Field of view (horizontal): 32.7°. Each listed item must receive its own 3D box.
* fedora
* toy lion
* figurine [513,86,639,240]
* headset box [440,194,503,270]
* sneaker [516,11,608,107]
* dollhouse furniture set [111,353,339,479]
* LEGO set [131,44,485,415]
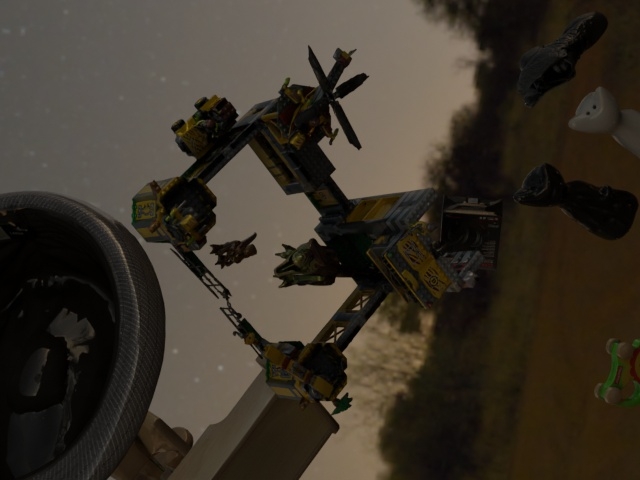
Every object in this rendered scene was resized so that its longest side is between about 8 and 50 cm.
[{"bbox_3d":[-0.220,0.103,0.794,0.124,0.244,0.275,73,-170,-59],"label":"fedora"},{"bbox_3d":[0.424,0.176,1.462,0.034,0.096,0.100,-163,87,-70],"label":"toy lion"},{"bbox_3d":[0.403,-0.116,1.576,0.215,0.209,0.092,-58,41,22],"label":"figurine"},{"bbox_3d":[0.156,-0.005,1.142,0.032,0.062,0.083,-77,-10,-50],"label":"headset box"},{"bbox_3d":[0.350,-0.260,1.562,0.051,0.170,0.089,56,-175,-31],"label":"sneaker"},{"bbox_3d":[-0.213,0.273,1.679,0.256,0.394,0.362,-52,-46,-18],"label":"dollhouse furniture set"},{"bbox_3d":[0.000,0.000,1.046,0.255,0.192,0.331,-40,-72,-28],"label":"LEGO set"}]
